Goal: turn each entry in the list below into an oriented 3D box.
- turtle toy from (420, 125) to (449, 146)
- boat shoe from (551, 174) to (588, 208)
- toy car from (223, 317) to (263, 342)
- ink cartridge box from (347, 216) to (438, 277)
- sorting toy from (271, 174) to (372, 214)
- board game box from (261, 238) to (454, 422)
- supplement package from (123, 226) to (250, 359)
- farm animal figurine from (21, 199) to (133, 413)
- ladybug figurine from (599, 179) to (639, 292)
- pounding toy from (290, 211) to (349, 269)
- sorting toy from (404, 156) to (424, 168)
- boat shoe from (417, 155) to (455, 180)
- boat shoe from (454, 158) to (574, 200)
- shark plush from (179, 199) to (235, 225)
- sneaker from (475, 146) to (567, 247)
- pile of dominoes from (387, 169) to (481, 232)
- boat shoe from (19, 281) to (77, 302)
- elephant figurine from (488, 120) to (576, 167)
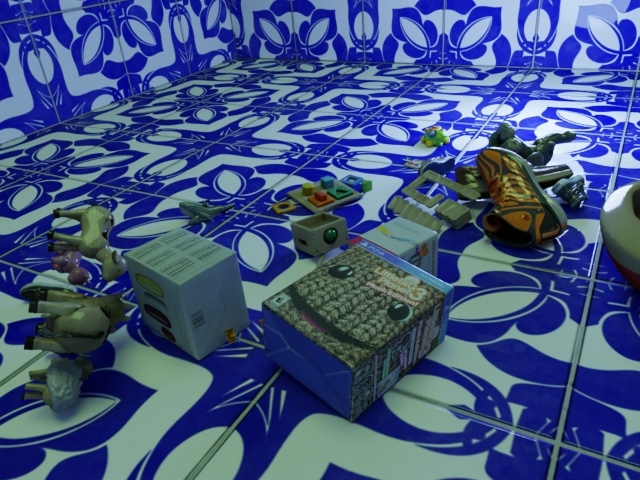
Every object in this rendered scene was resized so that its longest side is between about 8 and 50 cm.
[{"bbox_3d":[0.439,-0.395,2.037,0.095,0.066,0.130,-12,30,-11],"label":"turtle toy"},{"bbox_3d":[0.735,-0.136,1.556,0.184,0.065,0.083,-14,59,-44],"label":"boat shoe"},{"bbox_3d":[-0.139,0.193,1.148,0.122,0.060,0.040,-20,76,-10],"label":"toy car"},{"bbox_3d":[0.170,0.045,1.253,0.176,0.128,0.127,-26,36,-31],"label":"ink cartridge box"},{"bbox_3d":[0.009,-0.156,1.712,0.348,0.047,0.196,-23,34,-28],"label":"sorting toy"},{"bbox_3d":[0.072,0.156,1.038,0.232,0.141,0.291,29,44,34],"label":"board game box"},{"bbox_3d":[-0.283,0.107,1.153,0.203,0.194,0.149,20,38,37],"label":"supplement package"},{"bbox_3d":[-0.459,0.118,1.066,0.173,0.330,0.326,7,22,-18],"label":"farm animal figurine"},{"bbox_3d":[0.778,0.005,1.191,0.305,0.161,0.449,11,33,26],"label":"ladybug figurine"},{"bbox_3d":[0.000,0.000,1.414,0.130,0.100,0.141,-21,23,-26],"label":"pounding toy"},{"bbox_3d":[0.325,-0.275,1.901,0.083,0.012,0.062,24,41,40],"label":"sorting toy"},{"bbox_3d":[0.371,-0.240,1.791,0.183,0.066,0.066,-19,26,-41],"label":"boat shoe"},{"bbox_3d":[0.565,-0.202,1.589,0.343,0.123,0.123,-9,-10,3],"label":"boat shoe"},{"bbox_3d":[-0.344,-0.093,1.637,0.162,0.067,0.073,-1,30,7],"label":"shark plush"},{"bbox_3d":[0.478,-0.115,1.413,0.180,0.124,0.321,-21,56,-21],"label":"sneaker"},{"bbox_3d":[0.324,-0.101,1.565,0.196,0.040,0.251,-36,36,-10],"label":"pile of dominoes"},{"bbox_3d":[-0.671,0.132,1.321,0.142,0.049,0.040,-1,30,3],"label":"boat shoe"},{"bbox_3d":[0.658,-0.267,1.710,0.240,0.186,0.169,16,64,-14],"label":"elephant figurine"}]
